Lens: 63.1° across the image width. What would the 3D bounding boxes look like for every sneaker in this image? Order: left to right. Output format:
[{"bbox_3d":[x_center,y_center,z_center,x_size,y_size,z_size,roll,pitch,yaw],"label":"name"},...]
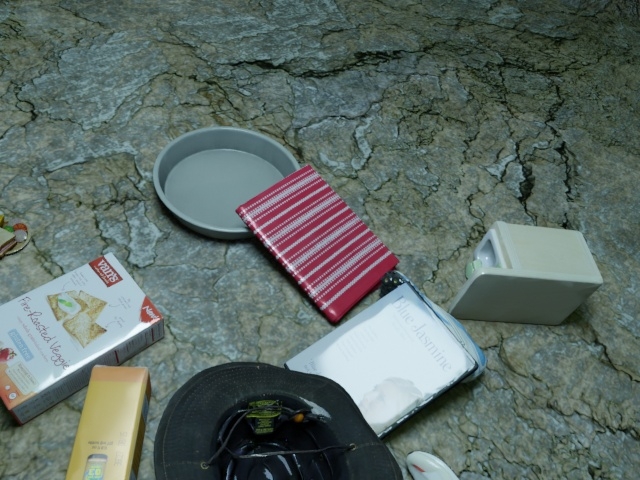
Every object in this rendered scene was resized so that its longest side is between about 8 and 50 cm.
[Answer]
[{"bbox_3d":[0.191,0.146,0.914,0.086,0.085,0.237,-4,46,-49],"label":"sneaker"},{"bbox_3d":[0.170,0.374,0.728,0.075,0.057,0.161,-27,65,-37],"label":"sneaker"}]

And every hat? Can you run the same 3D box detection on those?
[{"bbox_3d":[-0.063,0.310,0.665,0.332,0.133,0.331,15,26,-7],"label":"hat"}]

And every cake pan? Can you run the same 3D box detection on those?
[{"bbox_3d":[-0.181,-0.115,1.044,0.293,0.054,0.293,7,50,-8],"label":"cake pan"}]

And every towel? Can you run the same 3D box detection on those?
[{"bbox_3d":[0.000,0.000,0.971,0.199,0.031,0.275,-37,81,-34],"label":"towel"}]

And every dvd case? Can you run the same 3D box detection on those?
[{"bbox_3d":[0.094,0.199,0.825,0.253,0.022,0.180,-32,63,-12],"label":"dvd case"}]

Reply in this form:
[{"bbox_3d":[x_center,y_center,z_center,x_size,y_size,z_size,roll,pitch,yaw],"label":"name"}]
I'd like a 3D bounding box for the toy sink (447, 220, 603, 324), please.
[{"bbox_3d":[0.359,0.060,0.972,0.234,0.152,0.131,4,51,-9],"label":"toy sink"}]

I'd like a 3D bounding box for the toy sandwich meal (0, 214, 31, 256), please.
[{"bbox_3d":[-0.539,-0.010,0.885,0.086,0.029,0.085,7,50,-8],"label":"toy sandwich meal"}]

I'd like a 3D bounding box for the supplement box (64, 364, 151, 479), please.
[{"bbox_3d":[-0.278,0.285,0.679,0.078,0.080,0.233,5,49,-9],"label":"supplement box"}]

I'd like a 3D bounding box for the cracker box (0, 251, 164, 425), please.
[{"bbox_3d":[-0.376,0.136,0.782,0.232,0.067,0.156,-32,65,-33],"label":"cracker box"}]
